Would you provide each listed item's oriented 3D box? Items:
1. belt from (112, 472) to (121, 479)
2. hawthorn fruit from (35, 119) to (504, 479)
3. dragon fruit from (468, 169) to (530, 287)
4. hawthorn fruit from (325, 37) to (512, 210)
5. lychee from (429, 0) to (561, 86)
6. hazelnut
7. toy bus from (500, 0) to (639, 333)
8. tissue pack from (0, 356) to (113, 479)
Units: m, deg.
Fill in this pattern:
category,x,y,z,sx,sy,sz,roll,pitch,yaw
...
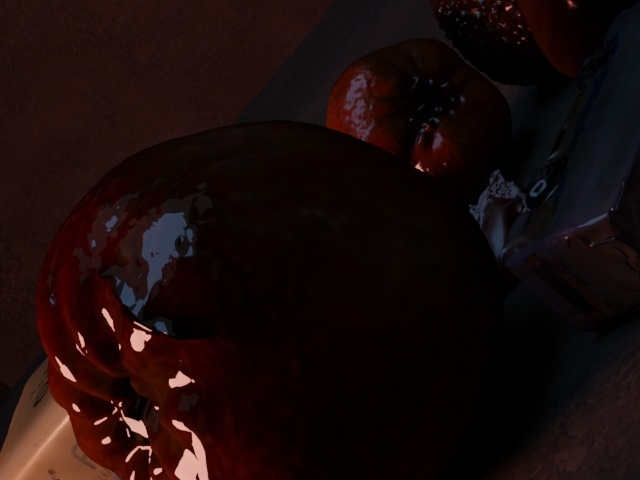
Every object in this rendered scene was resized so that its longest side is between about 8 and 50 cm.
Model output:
category,x,y,z,sx,sy,sz,roll,pitch,yaw
belt,-0.105,0.192,1.957,0.338,0.122,0.217,-57,14,-16
hawthorn fruit,-0.029,0.070,1.460,0.403,0.403,0.403,-50,12,15
dragon fruit,0.165,-0.003,1.613,0.131,0.063,0.097,-55,12,-9
hawthorn fruit,0.091,-0.095,1.868,0.207,0.207,0.243,-60,1,-28
lychee,0.219,-0.263,1.881,0.194,0.194,0.194,-50,12,15
hazelnut,0.283,-0.265,1.679,0.181,0.181,0.212,-4,60,42
toy bus,0.260,-0.081,1.376,0.138,0.112,0.317,-32,25,51
tissue pack,-0.254,0.194,2.324,0.405,0.205,0.332,-49,17,24
